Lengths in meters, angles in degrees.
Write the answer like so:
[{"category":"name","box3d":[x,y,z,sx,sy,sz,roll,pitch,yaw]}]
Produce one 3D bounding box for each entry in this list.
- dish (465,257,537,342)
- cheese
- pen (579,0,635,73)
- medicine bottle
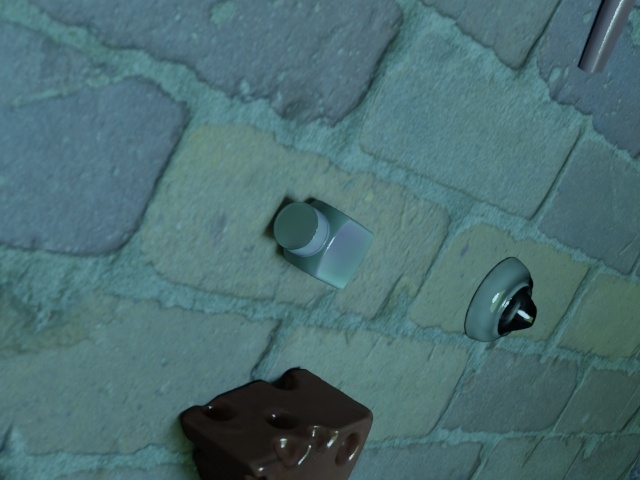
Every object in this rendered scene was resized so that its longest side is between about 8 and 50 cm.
[{"category":"dish","box3d":[0.288,0.104,1.635,0.141,0.078,0.141,-36,143,-33]},{"category":"cheese","box3d":[-0.040,0.224,1.236,0.177,0.128,0.203,-42,142,-28]},{"category":"pen","box3d":[0.398,-0.318,1.465,0.053,0.032,0.197,-11,128,-50]},{"category":"medicine bottle","box3d":[0.000,0.000,1.151,0.074,0.055,0.118,-58,150,2]}]
